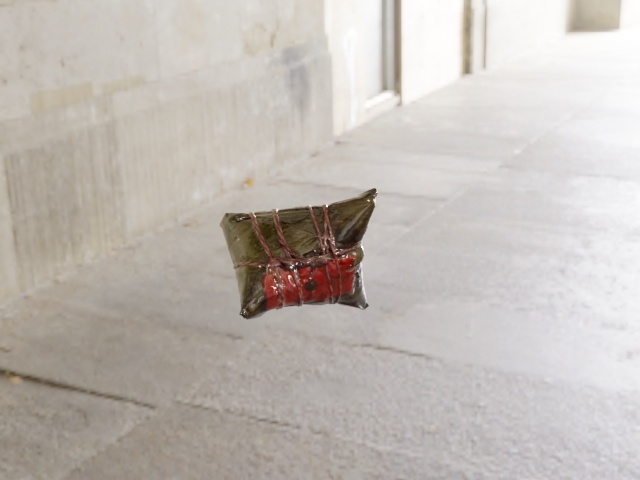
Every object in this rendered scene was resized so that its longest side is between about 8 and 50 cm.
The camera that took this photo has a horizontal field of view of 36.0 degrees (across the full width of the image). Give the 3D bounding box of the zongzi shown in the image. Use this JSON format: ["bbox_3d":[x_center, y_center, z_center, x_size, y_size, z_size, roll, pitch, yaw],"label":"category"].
[{"bbox_3d":[0.000,0.000,0.490,0.083,0.073,0.067,10,37,-23],"label":"zongzi"}]
